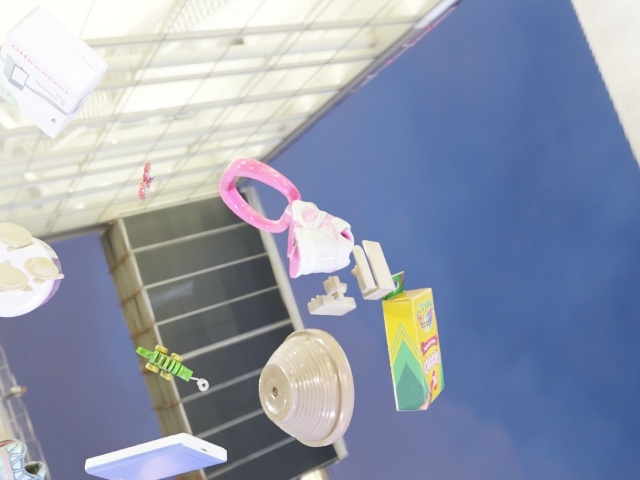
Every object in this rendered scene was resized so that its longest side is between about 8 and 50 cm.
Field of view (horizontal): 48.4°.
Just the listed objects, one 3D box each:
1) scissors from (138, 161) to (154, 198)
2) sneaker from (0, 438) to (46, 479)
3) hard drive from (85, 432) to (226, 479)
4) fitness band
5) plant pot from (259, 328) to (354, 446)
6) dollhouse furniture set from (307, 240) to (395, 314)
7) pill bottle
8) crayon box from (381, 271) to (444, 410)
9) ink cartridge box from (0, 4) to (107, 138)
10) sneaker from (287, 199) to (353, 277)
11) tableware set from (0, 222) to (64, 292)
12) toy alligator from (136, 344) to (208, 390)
[{"bbox_3d":[-0.521,-0.166,2.138,0.297,0.021,0.109,164,-65,-79],"label":"scissors"},{"bbox_3d":[-0.563,0.487,1.355,0.104,0.125,0.262,15,-50,32],"label":"sneaker"},{"bbox_3d":[-0.451,0.609,1.967,0.318,0.210,0.040,-20,-125,20],"label":"hard drive"},{"bbox_3d":[-0.158,-0.110,1.807,0.209,0.054,0.291,31,-23,-4],"label":"fitness band"},{"bbox_3d":[-0.047,0.300,1.435,0.237,0.109,0.237,-1,-91,51],"label":"plant pot"},{"bbox_3d":[0.057,0.086,1.650,0.151,0.144,0.123,-34,-117,34],"label":"dollhouse furniture set"},{"bbox_3d":[-0.695,0.076,1.631,0.323,0.181,0.182,171,-96,-74],"label":"pill bottle"},{"bbox_3d":[0.231,0.240,1.774,0.081,0.202,0.319,-8,-88,23],"label":"crayon box"},{"bbox_3d":[-0.643,-0.388,1.672,0.198,0.115,0.273,41,-32,-15],"label":"ink cartridge box"},{"bbox_3d":[0.000,0.000,1.269,0.252,0.111,0.103,-101,-165,-67],"label":"sneaker"},{"bbox_3d":[-0.504,0.028,1.149,0.168,0.141,0.020,39,-64,17],"label":"tableware set"},{"bbox_3d":[-0.327,0.289,1.608,0.189,0.056,0.051,33,-20,-17],"label":"toy alligator"}]
